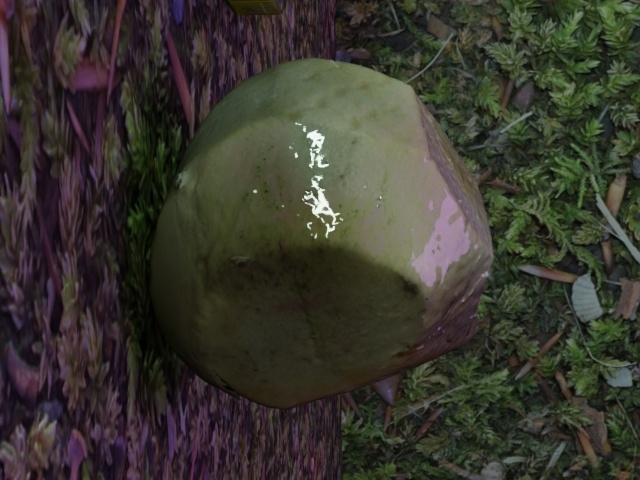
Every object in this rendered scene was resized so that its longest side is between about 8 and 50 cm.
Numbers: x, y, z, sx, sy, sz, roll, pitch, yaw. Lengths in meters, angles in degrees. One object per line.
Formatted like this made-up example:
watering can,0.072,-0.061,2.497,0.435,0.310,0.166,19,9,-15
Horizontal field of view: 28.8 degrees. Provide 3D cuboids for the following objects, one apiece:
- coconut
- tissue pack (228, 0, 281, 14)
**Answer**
coconut,0.000,0.000,1.198,0.352,0.353,0.352,0,90,-84
tissue pack,-0.082,-0.377,1.568,0.095,0.062,0.176,1,89,-86
